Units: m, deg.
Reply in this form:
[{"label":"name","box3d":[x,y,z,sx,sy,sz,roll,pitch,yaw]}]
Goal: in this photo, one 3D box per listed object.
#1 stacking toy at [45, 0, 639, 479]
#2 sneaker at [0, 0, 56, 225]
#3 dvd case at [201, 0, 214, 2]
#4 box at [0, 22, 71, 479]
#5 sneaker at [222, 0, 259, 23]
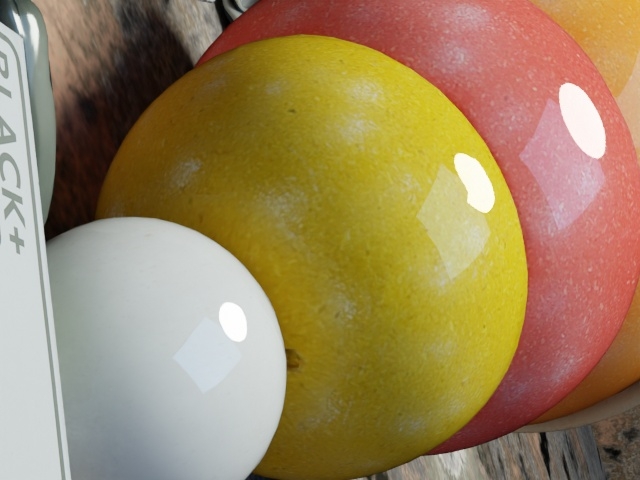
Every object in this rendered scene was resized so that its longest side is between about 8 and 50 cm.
[{"label":"stacking toy","box3d":[0.000,0.000,0.632,0.480,0.351,0.350,-26,101,-56]},{"label":"sneaker","box3d":[-0.131,-0.104,0.489,0.130,0.087,0.227,-13,82,-69]},{"label":"dvd case","box3d":[-0.117,-0.187,0.473,0.221,0.018,0.164,57,14,1]},{"label":"box","box3d":[-0.165,-0.014,0.270,0.290,0.087,0.169,40,38,-66]},{"label":"sneaker","box3d":[-0.022,-0.212,1.017,0.163,0.086,0.226,46,33,-67]}]
